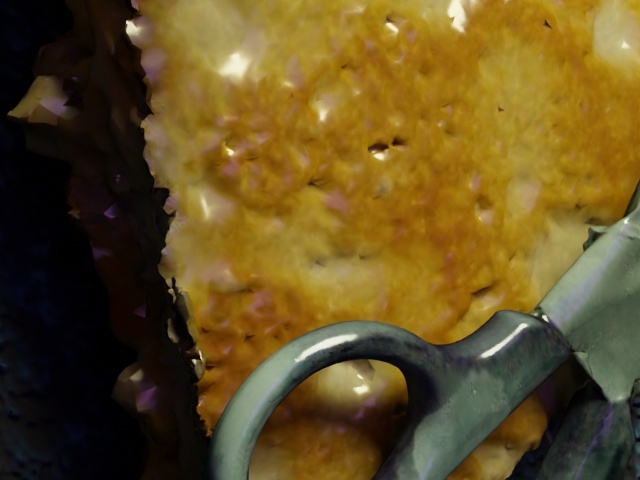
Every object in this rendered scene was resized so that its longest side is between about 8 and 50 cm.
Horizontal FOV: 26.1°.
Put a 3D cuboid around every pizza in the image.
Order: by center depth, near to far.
[{"bbox_3d":[0.000,0.000,0.591,0.440,0.130,0.406,24,82,-30],"label":"pizza"}]

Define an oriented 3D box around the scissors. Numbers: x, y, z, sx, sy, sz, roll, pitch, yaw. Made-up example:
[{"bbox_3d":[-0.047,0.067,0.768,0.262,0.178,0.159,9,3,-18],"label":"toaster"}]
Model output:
[{"bbox_3d":[0.133,0.012,0.579,0.256,0.029,0.383,43,78,-33],"label":"scissors"}]
